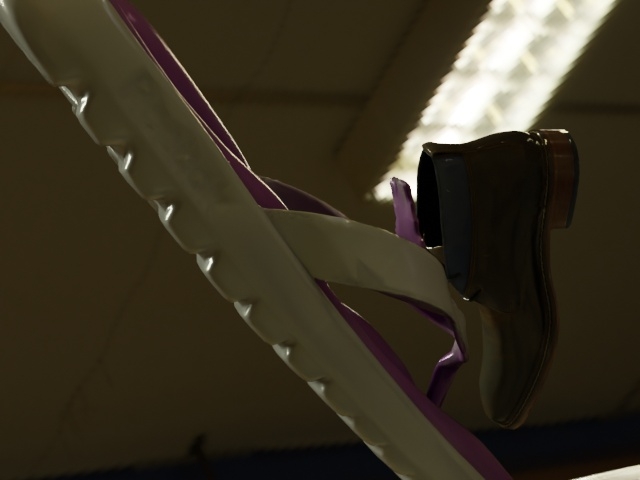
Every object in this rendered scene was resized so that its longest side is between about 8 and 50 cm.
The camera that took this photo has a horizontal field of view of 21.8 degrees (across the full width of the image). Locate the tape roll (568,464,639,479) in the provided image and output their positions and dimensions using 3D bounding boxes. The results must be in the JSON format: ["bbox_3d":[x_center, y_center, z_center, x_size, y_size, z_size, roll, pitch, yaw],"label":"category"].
[{"bbox_3d":[0.189,0.245,1.266,0.392,0.072,0.392,-16,-1,0],"label":"tape roll"}]

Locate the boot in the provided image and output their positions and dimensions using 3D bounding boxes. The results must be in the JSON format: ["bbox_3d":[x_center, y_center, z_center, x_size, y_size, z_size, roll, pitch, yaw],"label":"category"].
[{"bbox_3d":[0.109,0.027,1.166,0.106,0.082,0.219,2,-77,-19],"label":"boot"}]

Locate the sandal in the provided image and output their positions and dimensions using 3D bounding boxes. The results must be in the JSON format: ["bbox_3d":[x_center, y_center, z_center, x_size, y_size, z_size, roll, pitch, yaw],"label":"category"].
[{"bbox_3d":[0.006,0.006,0.795,0.102,0.169,0.416,-41,-60,-2],"label":"sandal"}]
